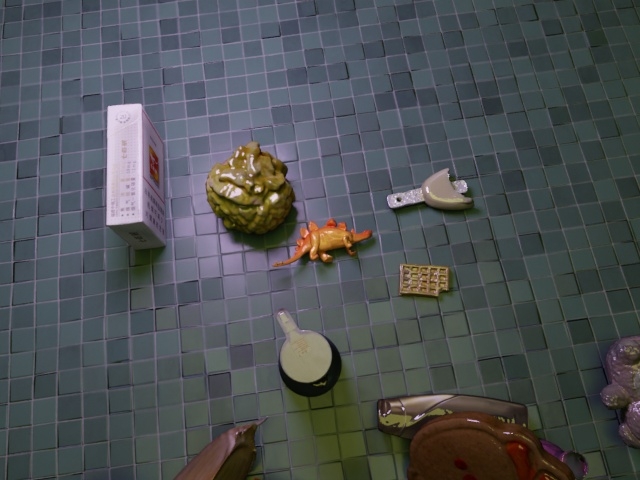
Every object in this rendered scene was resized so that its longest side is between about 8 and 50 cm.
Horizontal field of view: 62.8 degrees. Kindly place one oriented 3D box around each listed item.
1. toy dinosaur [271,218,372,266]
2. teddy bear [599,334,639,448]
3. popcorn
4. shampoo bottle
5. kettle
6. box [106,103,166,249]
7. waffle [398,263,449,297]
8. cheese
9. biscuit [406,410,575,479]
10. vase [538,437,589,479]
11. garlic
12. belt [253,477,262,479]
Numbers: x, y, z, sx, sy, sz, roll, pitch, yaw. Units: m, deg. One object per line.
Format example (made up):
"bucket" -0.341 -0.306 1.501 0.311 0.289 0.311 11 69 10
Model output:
"toy dinosaur" 0.000 0.000 1.411 0.288 0.070 0.117 -14 62 -8
"teddy bear" 0.777 0.359 1.241 0.236 0.151 0.267 -7 69 0
"popcorn" -0.184 -0.146 1.391 0.259 0.212 0.259 0 80 -1
"shampoo bottle" 0.311 0.431 1.258 0.350 0.084 0.125 5 78 3
"kettle" -0.040 0.257 1.236 0.160 0.243 0.210 -25 72 -7
"box" -0.484 -0.164 1.394 0.095 0.210 0.330 -5 73 -2
"waffle" 0.276 0.107 1.395 0.135 0.021 0.092 5 71 3
"cheese" 0.299 -0.126 1.454 0.235 0.050 0.127 -14 75 -2
"biscuit" 0.372 0.543 1.130 0.074 0.359 0.381 -26 82 -51
"vase" 0.517 0.489 1.166 0.086 0.214 0.086 0 72 0
"garlic" -0.229 0.542 1.179 0.151 0.196 0.338 42 69 -1
"belt" -0.148 0.686 1.107 0.115 0.227 0.323 15 72 8
